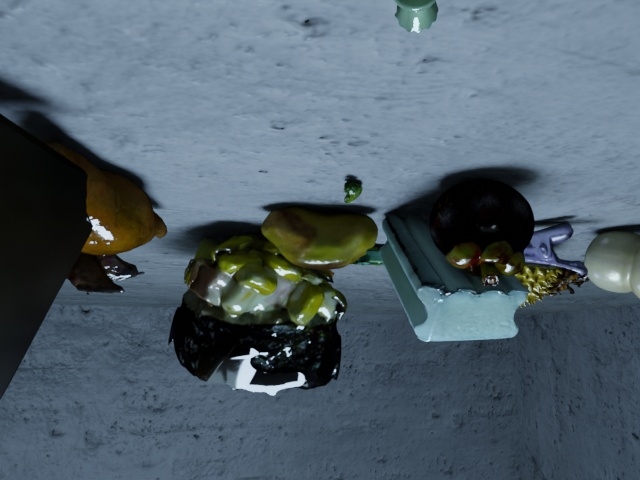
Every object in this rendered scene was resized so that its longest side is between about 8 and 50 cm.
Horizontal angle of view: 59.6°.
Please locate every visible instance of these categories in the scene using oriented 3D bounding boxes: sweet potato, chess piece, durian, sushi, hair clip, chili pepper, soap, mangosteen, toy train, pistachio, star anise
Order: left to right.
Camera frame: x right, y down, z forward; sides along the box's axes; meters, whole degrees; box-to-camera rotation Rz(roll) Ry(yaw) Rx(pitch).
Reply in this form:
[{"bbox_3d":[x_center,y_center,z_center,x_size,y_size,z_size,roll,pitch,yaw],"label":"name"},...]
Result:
[{"bbox_3d":[-0.381,0.021,0.769,0.272,0.102,0.272,29,-174,-3],"label":"star anise"},{"bbox_3d":[-0.280,-0.034,0.721,0.112,0.112,0.359,-2,171,7],"label":"sweet potato"},{"bbox_3d":[-0.120,0.117,1.122,0.327,0.285,0.329,6,-170,-3],"label":"sushi"},{"bbox_3d":[-0.002,0.001,0.907,0.189,0.100,0.110,1,165,-10],"label":"pistachio"},{"bbox_3d":[0.045,-0.068,0.769,0.027,0.022,0.083,-2,172,3],"label":"chili pepper"},{"bbox_3d":[0.111,0.032,1.205,0.122,0.050,0.081,3,175,-22],"label":"toy train"},{"bbox_3d":[0.056,-0.150,0.323,0.042,0.042,0.093,-2,173,12],"label":"chess piece"},{"bbox_3d":[0.186,0.047,0.856,0.150,0.094,0.261,3,-155,-9],"label":"soap"},{"bbox_3d":[0.216,-0.008,0.742,0.137,0.151,0.137,-1,149,-1],"label":"mangosteen"},{"bbox_3d":[0.340,0.010,1.028,0.278,0.090,0.137,3,-176,27],"label":"hair clip"},{"bbox_3d":[0.393,0.075,1.179,0.249,0.138,0.183,11,-156,-21],"label":"durian"},{"bbox_3d":[0.639,0.112,1.503,0.177,0.073,0.234,-8,152,-2],"label":"star anise"},{"bbox_3d":[0.621,0.061,0.982,0.167,0.167,0.299,12,-179,-45],"label":"chess piece"}]

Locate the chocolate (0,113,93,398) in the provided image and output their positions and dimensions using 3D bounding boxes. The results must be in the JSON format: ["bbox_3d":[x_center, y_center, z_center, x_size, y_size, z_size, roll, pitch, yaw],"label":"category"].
[{"bbox_3d":[-0.440,-0.005,0.474,0.297,0.326,0.314,17,166,32],"label":"chocolate"}]

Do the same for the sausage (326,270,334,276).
[{"bbox_3d":[-0.050,0.106,1.549,0.183,0.054,0.062,-4,-164,5],"label":"sausage"}]
